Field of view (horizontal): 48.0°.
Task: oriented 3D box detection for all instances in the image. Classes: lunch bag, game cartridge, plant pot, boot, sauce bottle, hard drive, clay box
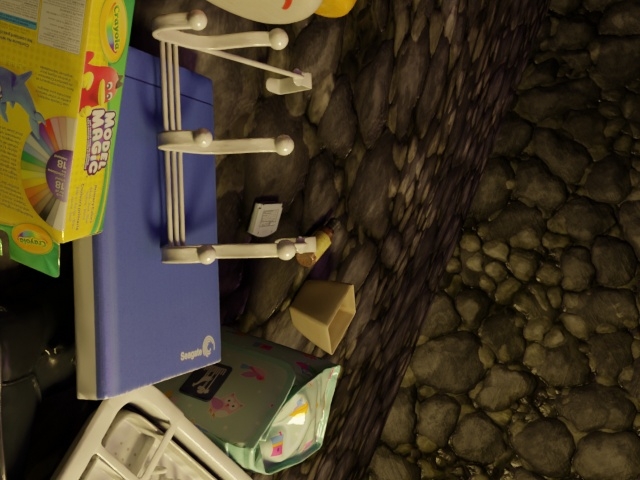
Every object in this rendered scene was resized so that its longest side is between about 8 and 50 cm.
[{"bbox_3d":[-0.123,0.211,0.957,0.262,0.223,0.160,1,104,-68],"label":"lunch bag"},{"bbox_3d":[-0.087,-0.034,1.125,0.083,0.017,0.056,-9,114,-68],"label":"game cartridge"},{"bbox_3d":[0.000,0.138,1.402,0.109,0.096,0.109,-58,156,-30],"label":"plant pot"},{"bbox_3d":[-0.268,0.154,0.704,0.207,0.094,0.246,-21,123,-60],"label":"boot"},{"bbox_3d":[0.000,0.000,1.347,0.128,0.042,0.042,-47,150,-44],"label":"sauce bottle"},{"bbox_3d":[-0.168,-0.021,0.724,0.210,0.040,0.318,-1,90,-69],"label":"hard drive"},{"bbox_3d":[-0.220,-0.095,0.546,0.053,0.127,0.222,-29,136,-63],"label":"clay box"}]

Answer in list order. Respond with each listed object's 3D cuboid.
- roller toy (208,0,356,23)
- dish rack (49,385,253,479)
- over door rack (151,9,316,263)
[{"bbox_3d":[-0.064,-0.299,0.663,0.146,0.191,0.209,-66,154,-11],"label":"roller toy"},{"bbox_3d":[-0.173,0.340,0.723,0.333,0.072,0.285,52,41,-29],"label":"dish rack"},{"bbox_3d":[-0.064,-0.099,0.798,0.324,0.108,0.239,-4,93,-70],"label":"over door rack"}]
